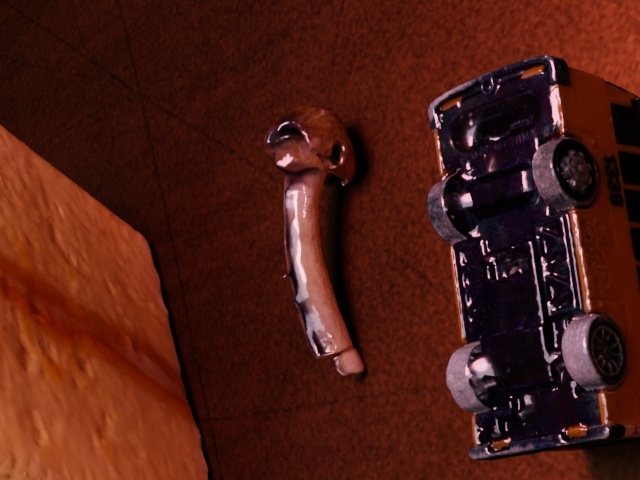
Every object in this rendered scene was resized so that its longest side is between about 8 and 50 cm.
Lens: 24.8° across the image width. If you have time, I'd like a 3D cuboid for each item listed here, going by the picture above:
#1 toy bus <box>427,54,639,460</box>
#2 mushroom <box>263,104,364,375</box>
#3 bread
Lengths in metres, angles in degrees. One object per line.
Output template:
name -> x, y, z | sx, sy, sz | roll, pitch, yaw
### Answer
toy bus -> 0.132, 0.011, 0.782 | 0.098, 0.114, 0.201 | -19, 72, 45
mushroom -> 0.000, 0.000, 0.984 | 0.060, 0.061, 0.187 | -9, 81, 16
bread -> -0.257, 0.103, 1.040 | 0.242, 0.405, 0.346 | -37, 42, 24
